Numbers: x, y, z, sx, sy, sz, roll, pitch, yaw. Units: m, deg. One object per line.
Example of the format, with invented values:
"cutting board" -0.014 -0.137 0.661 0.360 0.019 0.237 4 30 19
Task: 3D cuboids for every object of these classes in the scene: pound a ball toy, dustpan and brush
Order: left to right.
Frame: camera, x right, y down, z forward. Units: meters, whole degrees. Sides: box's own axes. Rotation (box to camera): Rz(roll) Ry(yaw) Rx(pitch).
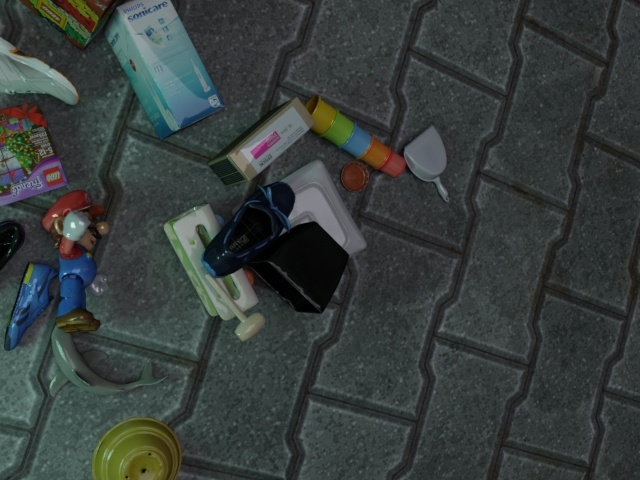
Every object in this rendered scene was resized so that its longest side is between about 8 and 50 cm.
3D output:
"pound a ball toy" -0.233 0.069 1.847 0.136 0.208 0.319 -31 101 -20
"dustpan and brush" 0.321 -0.202 2.176 0.147 0.060 0.211 -40 99 -31

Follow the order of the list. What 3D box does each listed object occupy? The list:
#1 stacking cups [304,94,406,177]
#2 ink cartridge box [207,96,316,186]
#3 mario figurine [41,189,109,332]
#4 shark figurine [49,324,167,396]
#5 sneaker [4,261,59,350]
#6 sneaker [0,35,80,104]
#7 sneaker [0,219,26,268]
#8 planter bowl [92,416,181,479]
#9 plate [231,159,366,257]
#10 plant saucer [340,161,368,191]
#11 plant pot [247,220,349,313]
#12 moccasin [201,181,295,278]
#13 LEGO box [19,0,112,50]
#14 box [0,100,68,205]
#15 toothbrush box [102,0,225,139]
"stacking cups" 0.091 -0.273 2.062 0.316 0.096 0.096 29 79 -26
"ink cartridge box" -0.148 -0.240 1.892 0.234 0.193 0.088 -42 105 -17
"mario figurine" -0.525 0.039 1.724 0.170 0.198 0.320 4 74 -42
"shark figurine" -0.515 0.321 1.779 0.278 0.116 0.166 27 81 -19
"sneaker" -0.657 0.155 1.740 0.082 0.069 0.209 21 82 -26
"sneaker" -0.677 -0.363 1.726 0.262 0.099 0.121 30 86 -13
"sneaker" -0.761 0.065 1.664 0.107 0.124 0.283 41 75 -18
"planter bowl" -0.429 0.540 1.827 0.217 0.090 0.217 0 90 -24
"plate" -0.048 -0.029 1.991 0.277 0.045 0.278 -31 101 -10
"plant saucer" 0.093 -0.174 2.093 0.083 0.013 0.083 0 91 -23
"plant pot" -0.042 0.056 1.890 0.187 0.188 0.167 44 73 -14
"moccasin" -0.141 -0.032 1.805 0.138 0.117 0.342 43 47 -11
"LEGO box" -0.425 -0.700 1.675 0.193 0.372 0.500 39 76 -19
"box" -0.727 -0.172 1.670 0.293 0.057 0.201 -26 106 -36
"toothbrush box" -0.370 -0.403 1.784 0.126 0.216 0.295 -30 102 -21
